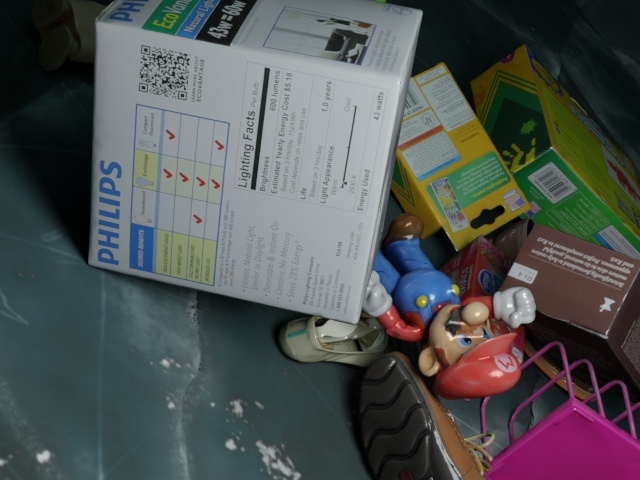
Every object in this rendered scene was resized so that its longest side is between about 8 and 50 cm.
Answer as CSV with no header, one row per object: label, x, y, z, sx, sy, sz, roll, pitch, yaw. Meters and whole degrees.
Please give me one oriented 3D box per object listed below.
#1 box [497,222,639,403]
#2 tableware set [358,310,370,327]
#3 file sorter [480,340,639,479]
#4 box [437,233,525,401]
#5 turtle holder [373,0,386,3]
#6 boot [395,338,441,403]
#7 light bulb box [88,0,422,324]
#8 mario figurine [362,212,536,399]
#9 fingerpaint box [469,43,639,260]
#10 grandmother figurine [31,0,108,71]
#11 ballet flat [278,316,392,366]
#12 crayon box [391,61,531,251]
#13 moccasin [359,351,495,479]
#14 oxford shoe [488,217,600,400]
box,0.448,0.130,1.834,0.191,0.143,0.381,23,-10,34
tableware set,0.003,0.056,1.671,0.194,0.039,0.128,24,17,4
file sorter,0.421,0.325,1.804,0.290,0.202,0.182,34,30,-19
box,0.258,0.125,1.897,0.122,0.128,0.257,39,33,-13
turtle holder,-0.020,-0.339,2.037,0.227,0.243,0.321,10,85,-24
boot,0.151,0.168,1.749,0.189,0.076,0.209,25,47,-69
light bulb box,-0.085,-0.127,1.443,0.360,0.358,0.225,12,34,5
mario figurine,0.169,0.077,1.571,0.320,0.198,0.170,51,2,34
fingerpaint box,0.524,-0.140,2.427,0.445,0.163,0.371,39,31,-31
grandmother figurine,-0.289,-0.314,1.784,0.342,0.104,0.208,5,78,-51
ballet flat,0.045,0.141,1.674,0.248,0.086,0.086,2,53,-49
crayon box,0.220,-0.146,2.100,0.203,0.083,0.323,-28,84,-30
moccasin,0.175,0.327,1.567,0.147,0.139,0.380,3,49,-56
oxford shoe,0.427,0.124,2.094,0.130,0.132,0.364,-2,56,-51
